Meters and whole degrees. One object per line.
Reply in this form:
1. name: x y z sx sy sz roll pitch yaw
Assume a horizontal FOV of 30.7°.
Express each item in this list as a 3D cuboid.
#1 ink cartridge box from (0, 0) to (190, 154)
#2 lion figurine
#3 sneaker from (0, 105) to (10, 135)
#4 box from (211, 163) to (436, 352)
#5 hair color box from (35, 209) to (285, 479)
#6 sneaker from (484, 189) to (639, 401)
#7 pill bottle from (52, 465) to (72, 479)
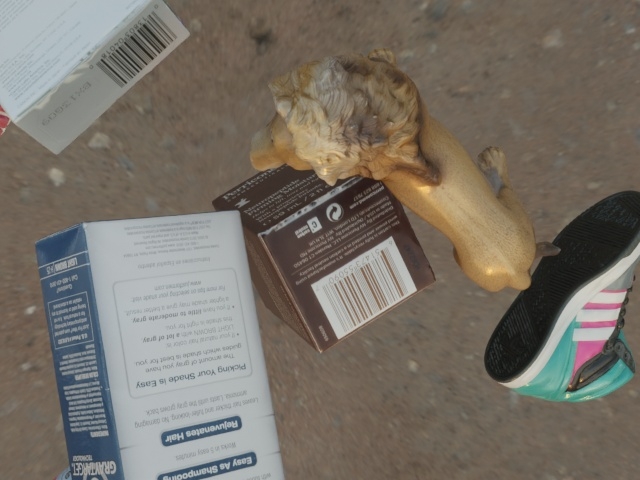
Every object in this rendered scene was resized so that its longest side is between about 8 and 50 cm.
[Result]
1. ink cartridge box: -0.102 -0.091 0.404 0.063 0.029 0.115 -42 61 1
2. lion figurine: 0.112 -0.054 1.126 0.392 0.240 0.142 33 107 -16
3. sneaker: -0.304 -0.187 1.065 0.121 0.299 0.112 32 43 -27
4. box: 0.000 0.000 1.389 0.168 0.203 0.167 -32 112 -12
5. hair color box: -0.140 0.154 1.069 0.174 0.105 0.347 -6 84 -40
6. sneaker: 0.358 0.092 1.491 0.178 0.124 0.295 34 96 -38
7. pill bottle: -0.229 0.265 1.293 0.160 0.087 0.087 -41 94 24
